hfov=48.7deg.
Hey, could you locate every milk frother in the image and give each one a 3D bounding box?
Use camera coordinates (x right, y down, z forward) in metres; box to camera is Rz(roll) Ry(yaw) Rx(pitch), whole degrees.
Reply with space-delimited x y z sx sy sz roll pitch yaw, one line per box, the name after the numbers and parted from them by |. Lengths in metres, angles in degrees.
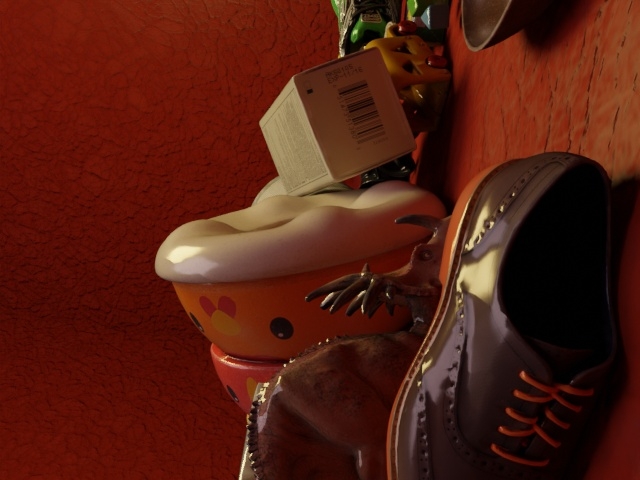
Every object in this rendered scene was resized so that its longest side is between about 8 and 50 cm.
0.124 -0.159 1.249 0.143 0.129 0.134 -14 59 42 | milk frother

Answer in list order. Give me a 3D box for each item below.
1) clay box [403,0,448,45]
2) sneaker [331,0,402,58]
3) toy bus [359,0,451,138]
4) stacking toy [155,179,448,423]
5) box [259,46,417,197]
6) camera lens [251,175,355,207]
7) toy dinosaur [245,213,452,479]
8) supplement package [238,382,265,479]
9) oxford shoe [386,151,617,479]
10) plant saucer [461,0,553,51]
0.167 -0.380 1.146 0.222 0.053 0.127 -88 4 -76 | clay box
0.090 -0.385 1.196 0.146 0.134 0.343 -179 86 -86 | sneaker
0.101 -0.241 1.012 0.202 0.105 0.190 173 88 -72 | toy bus
0.014 0.183 0.880 0.350 0.351 0.479 -88 -13 -81 | stacking toy
0.010 -0.152 1.013 0.311 0.121 0.147 -179 66 -77 | box
0.000 0.000 1.262 0.274 0.220 0.219 -139 54 -64 | camera lens
0.029 0.107 0.519 0.200 0.296 0.127 60 142 9 | toy dinosaur
0.011 0.279 0.724 0.149 0.194 0.203 -85 4 -62 | supplement package
0.097 0.083 0.377 0.098 0.097 0.271 163 115 -83 | oxford shoe
0.168 -0.299 0.537 0.310 0.050 0.310 -173 90 -89 | plant saucer
